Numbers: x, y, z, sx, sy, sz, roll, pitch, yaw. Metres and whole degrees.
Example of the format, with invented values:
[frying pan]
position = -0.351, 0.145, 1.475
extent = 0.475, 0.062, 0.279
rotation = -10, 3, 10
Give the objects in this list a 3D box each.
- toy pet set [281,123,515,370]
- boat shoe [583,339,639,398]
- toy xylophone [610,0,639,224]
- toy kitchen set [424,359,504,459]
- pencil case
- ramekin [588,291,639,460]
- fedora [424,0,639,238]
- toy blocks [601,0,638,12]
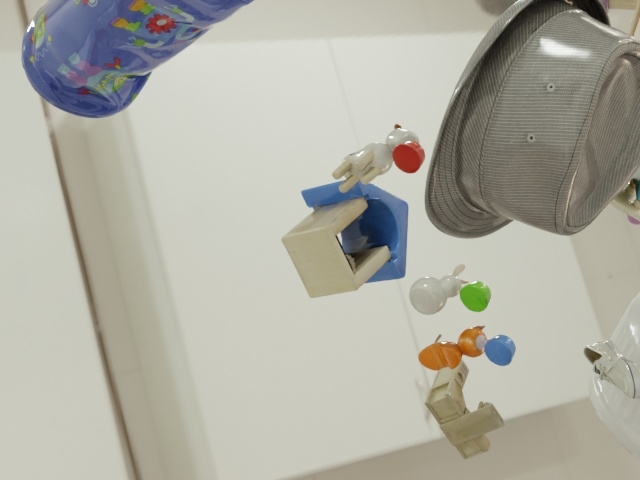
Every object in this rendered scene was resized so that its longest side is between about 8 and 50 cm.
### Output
[toy pet set]
position = 0.045, 0.001, 0.578
extent = 0.114, 0.122, 0.065
rotation = -11, 20, 42
[boat shoe]
position = 0.295, 0.131, 1.124
extent = 0.035, 0.035, 0.100
rotation = -6, 24, -7
[toy xylophone]
position = 0.421, -0.196, 1.398
extent = 0.081, 0.236, 0.323
rotation = 15, -55, 4
[toy kitchen set]
position = 0.174, 0.184, 1.242
extent = 0.068, 0.083, 0.075
rotation = -28, 14, 30
[pencil case]
position = -0.137, -0.210, 0.932
extent = 0.133, 0.119, 0.306
rotation = 12, -25, -36
[ramekin]
position = 0.446, 0.147, 1.234
extent = 0.272, 0.273, 0.127
rotation = -10, -55, -25
[fedora]
position = 0.231, -0.103, 1.065
extent = 0.124, 0.275, 0.243
rotation = 31, 10, 39
[toy blocks]
position = 0.347, -0.497, 1.590
extent = 0.260, 0.309, 0.289
rotation = 9, -44, 22
